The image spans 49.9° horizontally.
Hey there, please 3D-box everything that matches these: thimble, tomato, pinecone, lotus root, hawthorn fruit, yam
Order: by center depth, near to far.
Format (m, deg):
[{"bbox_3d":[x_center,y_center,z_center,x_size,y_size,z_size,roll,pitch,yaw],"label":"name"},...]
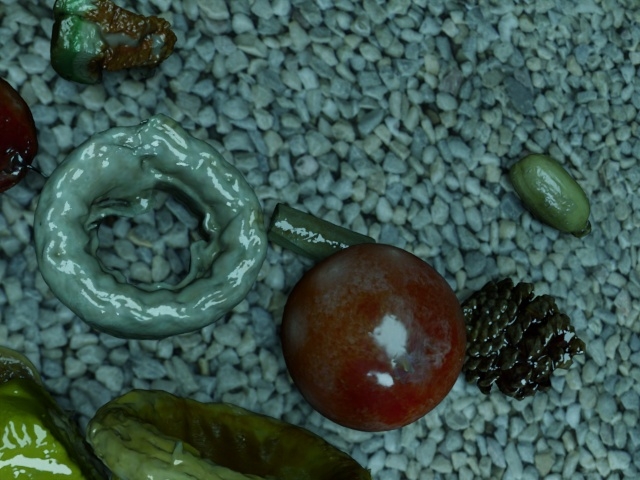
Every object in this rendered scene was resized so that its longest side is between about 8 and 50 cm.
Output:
[{"bbox_3d":[-0.445,-0.128,0.873,0.235,0.181,0.181,34,76,4],"label":"hawthorn fruit"},{"bbox_3d":[-0.230,-0.011,0.925,0.291,0.195,0.292,3,80,-19],"label":"thimble"},{"bbox_3d":[0.078,0.140,0.967,0.264,0.265,0.265,2,84,-17],"label":"tomato"},{"bbox_3d":[0.000,0.000,1.058,0.169,0.068,0.068,19,80,-14],"label":"yam"},{"bbox_3d":[0.307,0.163,1.086,0.184,0.179,0.204,-45,116,6],"label":"pinecone"},{"bbox_3d":[0.399,-0.071,1.174,0.183,0.090,0.077,46,69,-12],"label":"lotus root"}]

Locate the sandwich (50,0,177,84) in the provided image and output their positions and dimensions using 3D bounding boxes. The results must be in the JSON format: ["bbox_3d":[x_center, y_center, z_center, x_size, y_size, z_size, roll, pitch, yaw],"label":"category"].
[{"bbox_3d":[-0.282,-0.271,0.942,0.159,0.185,0.109,10,89,-12],"label":"sandwich"}]

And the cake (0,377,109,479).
[{"bbox_3d":[-0.354,0.295,0.852,0.156,0.179,0.261,-32,112,-20],"label":"cake"}]

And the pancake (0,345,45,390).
[{"bbox_3d":[-0.448,0.217,0.922,0.158,0.028,0.158,1,88,-18],"label":"pancake"}]

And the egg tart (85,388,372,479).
[{"bbox_3d":[-0.112,0.305,0.842,0.387,0.388,0.169,22,88,-14],"label":"egg tart"}]
